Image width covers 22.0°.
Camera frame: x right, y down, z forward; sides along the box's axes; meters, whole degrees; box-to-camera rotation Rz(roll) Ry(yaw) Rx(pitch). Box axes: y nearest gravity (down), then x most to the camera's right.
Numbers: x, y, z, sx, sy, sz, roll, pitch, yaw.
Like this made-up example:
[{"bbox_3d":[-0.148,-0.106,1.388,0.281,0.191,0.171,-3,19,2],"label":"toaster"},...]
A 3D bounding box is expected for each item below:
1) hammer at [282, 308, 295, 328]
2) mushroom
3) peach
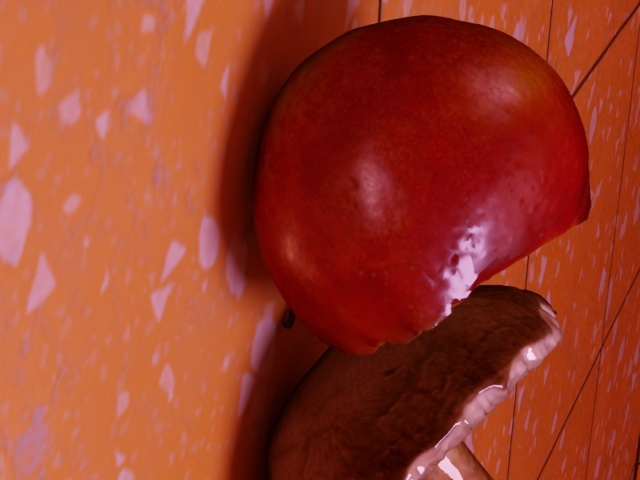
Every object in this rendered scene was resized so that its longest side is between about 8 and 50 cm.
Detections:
[{"bbox_3d":[0.000,0.000,1.024,0.123,0.014,0.029,-68,150,-23],"label":"hammer"},{"bbox_3d":[0.109,0.144,1.027,0.302,0.233,0.208,22,57,-29],"label":"mushroom"},{"bbox_3d":[0.056,-0.023,0.901,0.190,0.190,0.192,59,27,-64],"label":"peach"}]
